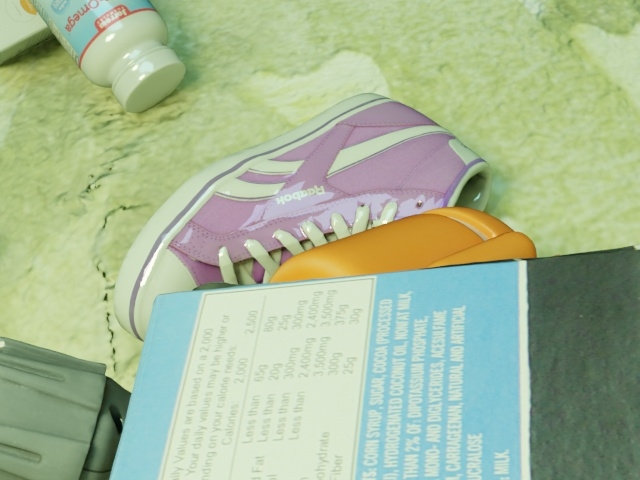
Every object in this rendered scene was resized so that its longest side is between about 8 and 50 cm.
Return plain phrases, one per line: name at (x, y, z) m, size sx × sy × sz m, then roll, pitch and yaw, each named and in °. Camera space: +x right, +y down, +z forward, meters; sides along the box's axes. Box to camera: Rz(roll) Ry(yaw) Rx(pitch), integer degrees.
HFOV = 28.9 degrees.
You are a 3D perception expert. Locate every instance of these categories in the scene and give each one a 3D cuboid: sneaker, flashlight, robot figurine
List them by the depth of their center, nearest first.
flashlight at (-0.029, 0.131, 0.624) m, size 0.304 × 0.103 × 0.103 m, roll 19°, pitch 46°, yaw -14°
robot figurine at (0.050, 0.052, 0.751) m, size 0.219 × 0.158 × 0.128 m, roll -19°, pitch 37°, yaw -40°
sneaker at (0.000, -0.001, 0.869) m, size 0.282 × 0.102 × 0.161 m, roll -37°, pitch 49°, yaw -21°

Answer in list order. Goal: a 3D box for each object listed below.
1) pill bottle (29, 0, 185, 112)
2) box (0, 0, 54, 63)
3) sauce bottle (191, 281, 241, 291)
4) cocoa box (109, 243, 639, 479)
pill bottle at (-0.192, -0.195, 1.105) m, size 0.087 × 0.087 × 0.160 m, roll -34°, pitch 77°, yaw -19°
box at (-0.275, -0.268, 1.200) m, size 0.170 × 0.130 × 0.091 m, roll -32°, pitch 8°, yaw -17°
sauce bottle at (-0.093, 0.167, 0.705) m, size 0.111 × 0.111 × 0.344 m, roll 1°, pitch 45°, yaw 18°
cocoa box at (0.073, 0.201, 0.439) m, size 0.228 × 0.347 × 0.231 m, roll -6°, pitch 43°, yaw 13°
